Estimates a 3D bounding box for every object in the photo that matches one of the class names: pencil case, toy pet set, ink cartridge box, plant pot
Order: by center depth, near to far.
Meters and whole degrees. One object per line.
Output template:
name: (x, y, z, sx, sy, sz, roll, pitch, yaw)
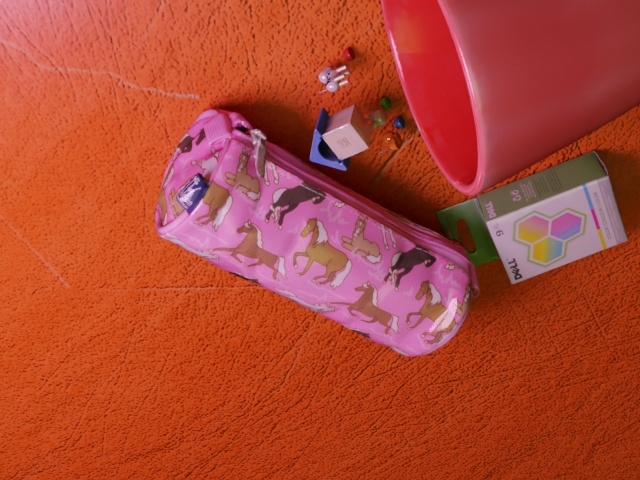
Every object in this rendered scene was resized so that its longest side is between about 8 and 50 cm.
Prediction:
plant pot: (0.211, -0.211, 0.946, 0.243, 0.275, 0.275, -20, 126, -4)
toy pet set: (0.030, -0.129, 1.078, 0.065, 0.114, 0.122, -21, 125, 31)
pencil case: (0.000, 0.000, 1.134, 0.386, 0.167, 0.160, 29, 79, -23)
ink cartridge box: (0.260, -0.017, 1.199, 0.209, 0.062, 0.109, -21, 126, 11)
